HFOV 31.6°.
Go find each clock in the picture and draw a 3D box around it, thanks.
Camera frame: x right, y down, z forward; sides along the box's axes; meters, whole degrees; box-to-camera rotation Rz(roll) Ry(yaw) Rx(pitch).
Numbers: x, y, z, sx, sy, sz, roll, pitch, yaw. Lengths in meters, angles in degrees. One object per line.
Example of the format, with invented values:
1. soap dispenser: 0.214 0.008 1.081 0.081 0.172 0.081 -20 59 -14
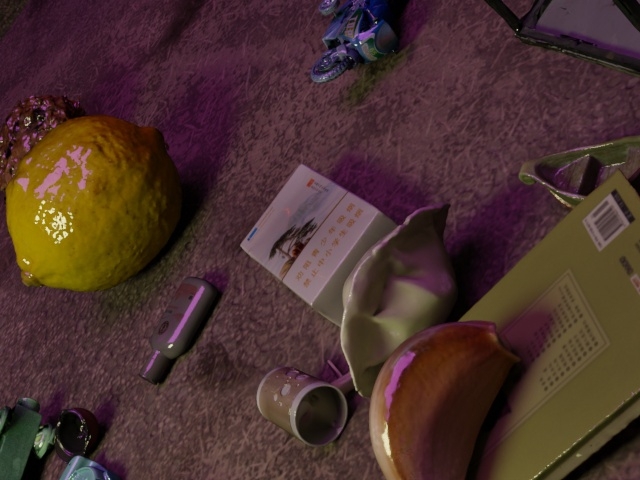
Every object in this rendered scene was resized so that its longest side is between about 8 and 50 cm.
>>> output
1. clock: -0.319 0.360 1.552 0.147 0.045 0.108 4 63 53

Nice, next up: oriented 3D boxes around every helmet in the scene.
1. helmet: -0.355 0.284 1.667 0.065 0.049 0.084 21 104 25

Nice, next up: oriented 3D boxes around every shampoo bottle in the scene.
1. shampoo bottle: -0.211 0.131 1.642 0.080 0.040 0.165 9 65 53

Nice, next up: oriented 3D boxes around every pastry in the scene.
1. pastry: -0.514 -0.149 2.190 0.274 0.192 0.275 -9 77 43

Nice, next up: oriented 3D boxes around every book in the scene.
1. book: 0.211 0.115 1.086 0.352 0.035 0.239 -48 33 23

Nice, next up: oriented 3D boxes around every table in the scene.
1. table: 0.302 -0.361 1.256 0.222 0.272 0.335 -53 32 -1

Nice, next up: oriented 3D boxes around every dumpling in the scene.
1. dumpling: 0.081 0.051 1.241 0.216 0.166 0.126 -43 64 4

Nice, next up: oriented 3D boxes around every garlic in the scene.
1. garlic: 0.104 0.175 1.075 0.115 0.128 0.207 132 151 -75

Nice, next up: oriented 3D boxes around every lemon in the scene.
1. lemon: -0.369 -0.058 1.819 0.322 0.268 0.268 -42 31 -6

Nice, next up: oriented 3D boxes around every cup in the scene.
1. cup: -0.017 0.178 1.318 0.099 0.074 0.102 16 72 56

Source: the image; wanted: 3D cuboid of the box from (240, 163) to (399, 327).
1. box: -0.001 0.000 1.481 0.149 0.067 0.233 -51 32 -2

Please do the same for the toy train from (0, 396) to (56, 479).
1. toy train: -0.495 0.368 1.730 0.157 0.105 0.253 -40 32 45

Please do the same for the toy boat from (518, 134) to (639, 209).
1. toy boat: 0.296 -0.068 1.166 0.185 0.071 0.089 -9 51 47

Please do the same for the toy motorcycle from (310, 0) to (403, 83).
1. toy motorcycle: 0.071 -0.328 1.692 0.135 0.092 0.254 -10 41 35
